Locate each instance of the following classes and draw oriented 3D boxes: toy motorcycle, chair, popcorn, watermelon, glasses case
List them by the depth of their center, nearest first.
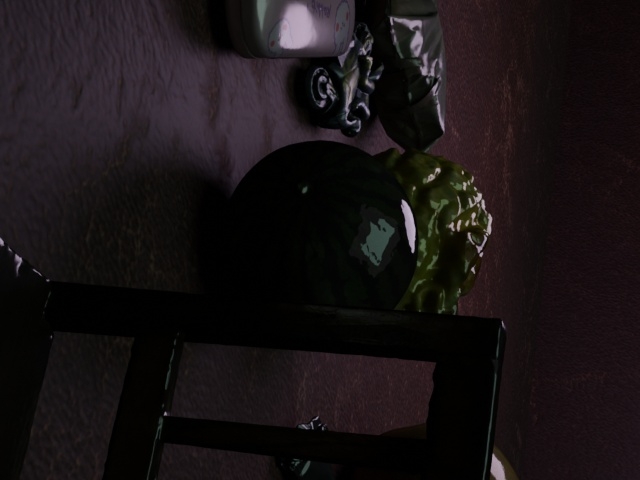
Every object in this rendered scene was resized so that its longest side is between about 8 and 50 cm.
[{"bbox_3d":[-0.165,0.068,0.409,0.240,0.416,0.203,52,43,-60],"label":"chair"},{"bbox_3d":[0.000,0.000,1.145,0.212,0.212,0.212,1,90,-69],"label":"watermelon"},{"bbox_3d":[-0.028,-0.259,1.236,0.297,0.075,0.113,-25,116,-66],"label":"glasses case"},{"bbox_3d":[0.115,0.017,1.416,0.237,0.206,0.251,-13,68,-36],"label":"popcorn"},{"bbox_3d":[0.033,-0.196,1.420,0.193,0.061,0.124,-54,134,-48],"label":"toy motorcycle"}]

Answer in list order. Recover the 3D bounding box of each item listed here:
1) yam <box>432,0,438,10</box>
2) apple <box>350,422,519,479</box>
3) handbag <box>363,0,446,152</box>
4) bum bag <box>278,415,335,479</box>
[{"bbox_3d":[0.137,-0.390,1.682,0.068,0.068,0.169,-69,152,-42],"label":"yam"},{"bbox_3d":[0.162,0.375,1.540,0.257,0.257,0.234,49,33,-61],"label":"apple"},{"bbox_3d":[0.120,-0.248,1.577,0.182,0.117,0.270,-86,164,-47],"label":"handbag"},{"bbox_3d":[-0.004,0.302,1.377,0.087,0.049,0.197,-56,143,-47],"label":"bum bag"}]
